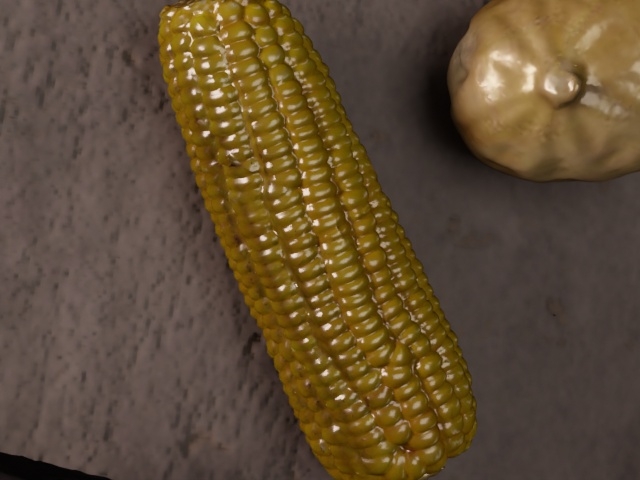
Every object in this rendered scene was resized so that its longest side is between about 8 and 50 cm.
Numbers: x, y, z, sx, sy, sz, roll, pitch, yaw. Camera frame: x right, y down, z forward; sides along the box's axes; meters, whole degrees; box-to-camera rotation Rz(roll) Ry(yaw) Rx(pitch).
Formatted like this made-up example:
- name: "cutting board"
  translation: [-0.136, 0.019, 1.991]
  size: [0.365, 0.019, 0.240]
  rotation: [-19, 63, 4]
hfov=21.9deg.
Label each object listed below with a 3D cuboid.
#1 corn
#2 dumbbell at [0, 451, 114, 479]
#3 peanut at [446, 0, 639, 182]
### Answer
- name: "corn"
  translation: [0.000, 0.000, 0.701]
  size: [0.080, 0.080, 0.231]
  rotation: [-26, 101, -24]
- name: "dumbbell"
  translation: [-0.099, 0.251, 0.584]
  size: [0.203, 0.203, 0.323]
  rotation: [21, 82, -25]
- name: "peanut"
  translation: [0.178, -0.093, 0.774]
  size: [0.263, 0.117, 0.101]
  rotation: [-19, 120, -28]
